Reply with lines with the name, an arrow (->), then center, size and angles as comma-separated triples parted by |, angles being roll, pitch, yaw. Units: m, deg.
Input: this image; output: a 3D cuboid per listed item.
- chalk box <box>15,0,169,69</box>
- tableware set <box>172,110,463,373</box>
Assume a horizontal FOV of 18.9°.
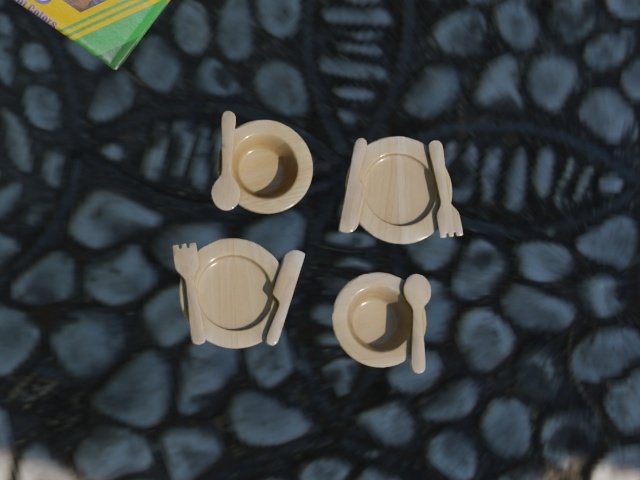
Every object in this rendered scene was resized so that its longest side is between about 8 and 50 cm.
chalk box -> -0.099, -0.231, 1.075 | 0.132, 0.132, 0.213 | 35, 116, -14
tableware set -> 0.000, 0.000, 1.104 | 0.169, 0.020, 0.141 | 8, 77, -11
